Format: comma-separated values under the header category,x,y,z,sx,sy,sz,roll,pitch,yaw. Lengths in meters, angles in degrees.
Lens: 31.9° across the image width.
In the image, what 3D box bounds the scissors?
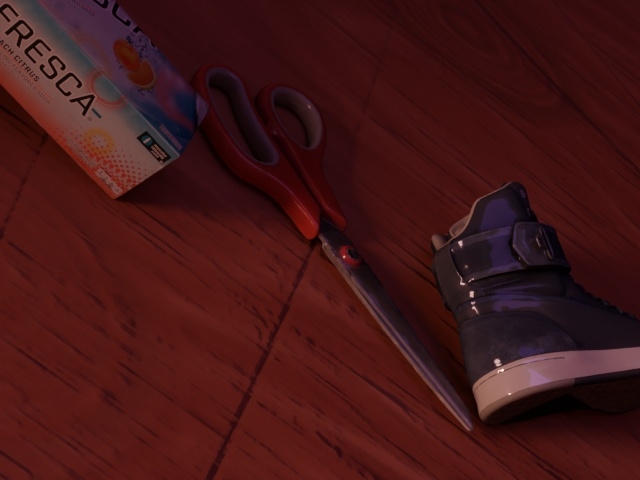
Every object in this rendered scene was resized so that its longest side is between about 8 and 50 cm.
category,x,y,z,sx,sy,sz,roll,pitch,yaw
scissors,0.000,0.000,0.733,0.109,0.021,0.297,2,54,-44

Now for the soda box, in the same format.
category,x,y,z,sx,sy,sz,roll,pitch,yaw
soda box,-0.150,-0.114,0.634,0.183,0.063,0.058,48,35,-21

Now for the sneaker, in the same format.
category,x,y,z,sx,sy,sz,roll,pitch,yaw
sneaker,0.176,0.039,0.792,0.226,0.086,0.163,4,54,-38
